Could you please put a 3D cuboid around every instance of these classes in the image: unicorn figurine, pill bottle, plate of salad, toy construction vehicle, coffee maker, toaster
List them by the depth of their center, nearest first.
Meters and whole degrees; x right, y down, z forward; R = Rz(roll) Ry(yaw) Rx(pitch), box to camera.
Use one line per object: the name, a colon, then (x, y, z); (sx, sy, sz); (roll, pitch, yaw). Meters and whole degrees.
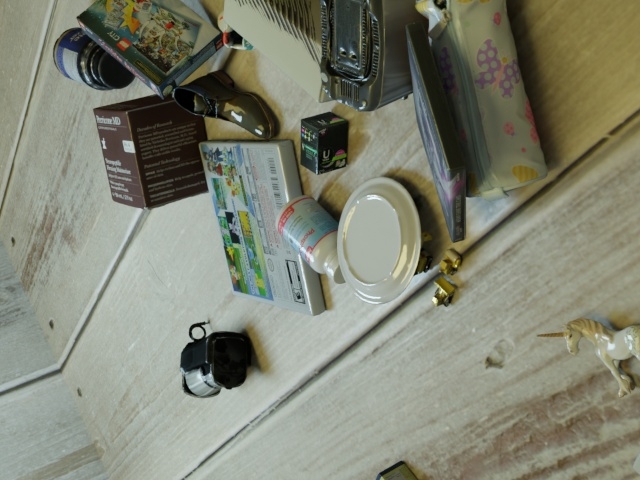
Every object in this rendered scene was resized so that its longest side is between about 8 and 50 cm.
unicorn figurine: (0.371, 0.139, 1.186); (0.162, 0.060, 0.111); (-28, 82, 41)
toaster: (0.086, -0.293, 1.285); (0.129, 0.146, 0.227); (29, 130, 45)
toy construction vehicle: (0.171, 0.046, 1.444); (0.086, 0.035, 0.098); (47, 141, 31)
plate of salad: (0.096, 0.000, 1.484); (0.199, 0.048, 0.200); (-6, 82, 53)
pill bottle: (0.000, 0.000, 1.623); (0.160, 0.087, 0.087); (45, 140, 33)
coffee maker: (-0.238, 0.252, 2.080); (0.178, 0.120, 0.171); (-32, 79, 56)
pill bottle: (-0.499, -0.402, 2.116); (0.219, 0.122, 0.123); (25, 127, 47)

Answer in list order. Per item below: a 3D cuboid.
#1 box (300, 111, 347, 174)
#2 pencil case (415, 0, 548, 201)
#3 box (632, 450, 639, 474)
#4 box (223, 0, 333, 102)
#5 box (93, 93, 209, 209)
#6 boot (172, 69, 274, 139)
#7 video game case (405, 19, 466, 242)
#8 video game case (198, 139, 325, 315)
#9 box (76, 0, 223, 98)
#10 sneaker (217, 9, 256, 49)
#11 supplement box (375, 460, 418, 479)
box: (0.005, -0.159, 1.553); (0.052, 0.062, 0.083); (34, 133, 44)
pencil case: (0.203, -0.191, 1.190); (0.113, 0.124, 0.273); (-13, 99, 17)
box: (0.435, 0.237, 1.093); (0.087, 0.102, 0.101); (40, 138, 35)
box: (-0.033, -0.328, 1.478); (0.275, 0.113, 0.094); (43, 138, 33)
box: (-0.342, -0.187, 1.955); (0.168, 0.167, 0.203); (13, 117, 53)
boot: (-0.180, -0.237, 1.745); (0.219, 0.106, 0.082); (41, 138, 38)
video game case: (0.151, -0.128, 1.216); (0.274, 0.026, 0.196); (67, -171, -71)
video game case: (-0.117, -0.032, 1.829); (0.300, 0.036, 0.329); (9, 115, 54)
box: (-0.319, -0.391, 1.774); (0.233, 0.159, 0.044); (41, 166, 18)
sneaker: (-0.148, -0.370, 1.656); (0.161, 0.075, 0.057); (33, 132, 43)
supplement box: (0.139, 0.455, 1.689); (0.083, 0.056, 0.083); (49, 142, 30)
